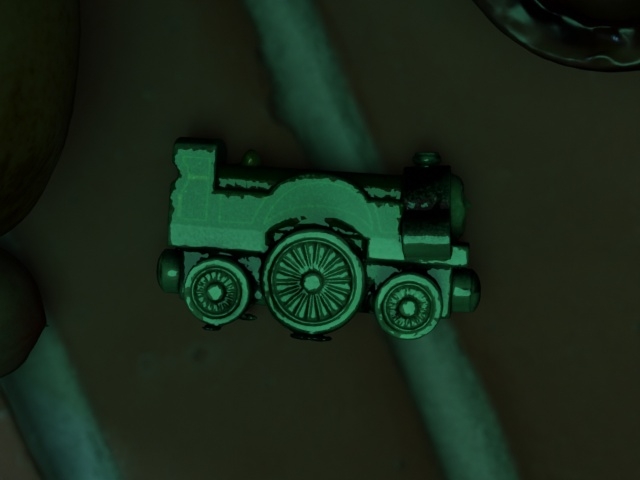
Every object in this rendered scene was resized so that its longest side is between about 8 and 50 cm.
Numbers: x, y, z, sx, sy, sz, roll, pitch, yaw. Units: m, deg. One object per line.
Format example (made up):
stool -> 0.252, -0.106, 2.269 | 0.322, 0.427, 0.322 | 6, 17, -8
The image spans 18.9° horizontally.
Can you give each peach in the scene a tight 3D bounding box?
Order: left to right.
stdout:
peach -> -0.194, 0.040, 1.066 | 0.083, 0.083, 0.083 | 1, 103, 4

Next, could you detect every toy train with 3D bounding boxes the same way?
toy train -> 0.000, 0.000, 1.048 | 0.178, 0.071, 0.104 | 3, 93, 5

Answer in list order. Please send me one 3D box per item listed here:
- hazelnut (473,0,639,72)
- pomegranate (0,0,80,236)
hazelnut -> 0.153, -0.181, 0.938 | 0.170, 0.160, 0.201 | 21, 94, 37
pomegranate -> -0.266, -0.083, 0.935 | 0.319, 0.319, 0.319 | 1, 103, 4
